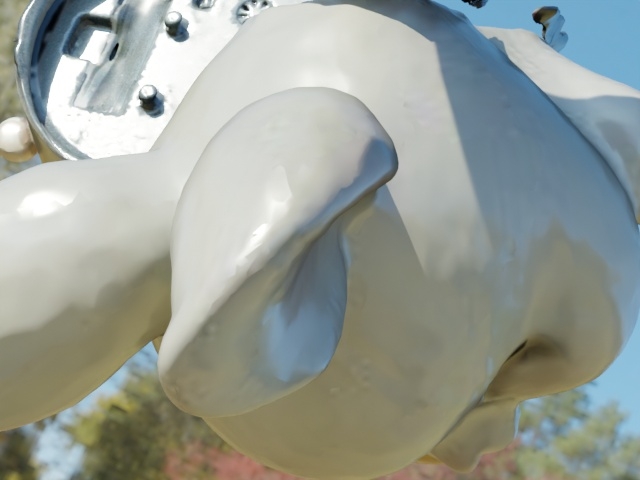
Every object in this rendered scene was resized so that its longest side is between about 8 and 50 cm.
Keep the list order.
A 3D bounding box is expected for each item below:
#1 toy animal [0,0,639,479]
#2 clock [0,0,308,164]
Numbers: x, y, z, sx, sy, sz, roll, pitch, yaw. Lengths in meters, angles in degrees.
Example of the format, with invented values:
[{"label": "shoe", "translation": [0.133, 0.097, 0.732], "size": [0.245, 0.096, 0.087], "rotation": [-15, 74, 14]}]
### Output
[{"label": "toy animal", "translation": [0.007, -0.001, 0.480], "size": [0.208, 0.154, 0.325], "rotation": [-10, -6, 37]}, {"label": "clock", "translation": [-0.057, -0.073, 0.659], "size": [0.156, 0.229, 0.063], "rotation": [18, -29, 9]}]
